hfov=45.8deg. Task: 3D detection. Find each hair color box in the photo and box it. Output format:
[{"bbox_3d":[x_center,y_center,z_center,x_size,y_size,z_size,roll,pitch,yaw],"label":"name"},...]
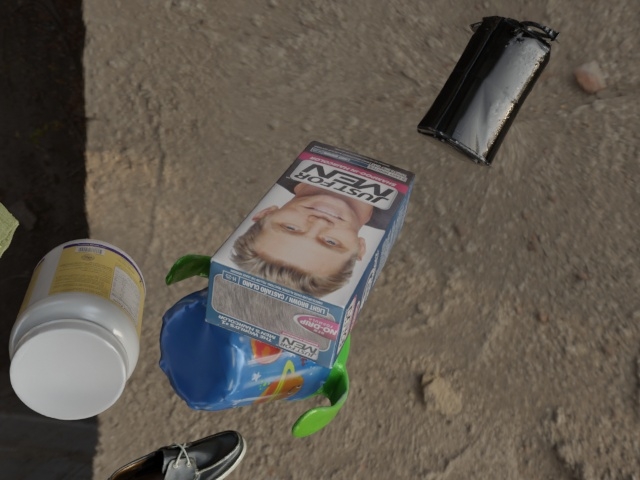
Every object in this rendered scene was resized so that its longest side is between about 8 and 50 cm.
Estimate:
[{"bbox_3d":[0.000,0.000,1.025,0.173,0.347,0.105,19,127,11],"label":"hair color box"}]

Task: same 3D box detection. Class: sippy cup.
[{"bbox_3d":[-0.112,0.150,1.142,0.305,0.224,0.240,6,98,38],"label":"sippy cup"}]

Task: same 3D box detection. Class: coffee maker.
[{"bbox_3d":[0.216,-0.200,1.015,0.120,0.171,0.178,29,92,7],"label":"coffee maker"}]

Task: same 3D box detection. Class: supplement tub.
[{"bbox_3d":[-0.477,0.169,1.508,0.241,0.331,0.241,-4,118,-7],"label":"supplement tub"}]

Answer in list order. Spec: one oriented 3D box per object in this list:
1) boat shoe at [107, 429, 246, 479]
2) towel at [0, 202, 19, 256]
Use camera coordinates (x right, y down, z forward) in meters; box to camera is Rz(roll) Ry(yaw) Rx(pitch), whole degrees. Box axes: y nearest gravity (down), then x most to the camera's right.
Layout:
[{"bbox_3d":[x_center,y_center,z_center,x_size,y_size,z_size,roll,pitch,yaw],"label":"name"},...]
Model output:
[{"bbox_3d":[-0.233,0.372,1.247,0.233,0.084,0.079,-21,132,-13],"label":"boat shoe"},{"bbox_3d":[-0.414,-0.041,0.864,0.027,0.110,0.148,-35,115,13],"label":"towel"}]
